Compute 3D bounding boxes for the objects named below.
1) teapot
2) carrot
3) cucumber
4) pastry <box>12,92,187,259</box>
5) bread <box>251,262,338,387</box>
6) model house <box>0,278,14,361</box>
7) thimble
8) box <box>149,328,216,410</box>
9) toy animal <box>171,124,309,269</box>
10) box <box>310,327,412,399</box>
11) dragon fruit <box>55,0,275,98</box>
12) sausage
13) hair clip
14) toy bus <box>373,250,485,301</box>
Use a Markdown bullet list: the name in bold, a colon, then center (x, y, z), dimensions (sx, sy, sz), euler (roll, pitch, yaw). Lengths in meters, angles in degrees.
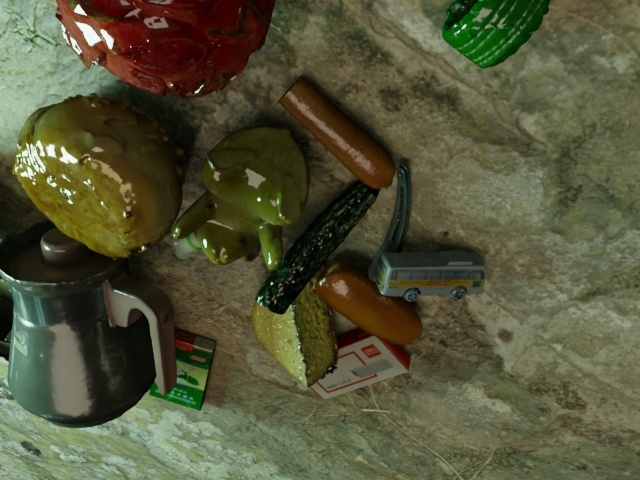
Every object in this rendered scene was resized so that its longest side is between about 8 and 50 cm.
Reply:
- **teapot**: center (-0.434, 0.156, 1.278), dimensions (0.375, 0.305, 0.362), euler (16, 126, 24)
- **carrot**: center (0.034, -0.161, 1.050), dimensions (0.225, 0.067, 0.067), euler (39, 127, -16)
- **cucumber**: center (0.000, 0.000, 1.130), dimensions (0.067, 0.067, 0.294), euler (38, 94, -17)
- **pastry**: center (-0.350, -0.115, 1.108), dimensions (0.315, 0.184, 0.285), euler (-15, 120, 49)
- **bread**: center (-0.055, 0.146, 1.282), dimensions (0.133, 0.129, 0.261), euler (6, 121, 35)
- **model house**: center (-0.730, 0.222, 1.494), dimensions (0.211, 0.205, 0.243), euler (18, 147, 0)
- **thimble**: center (0.222, -0.291, 0.865), dimensions (0.090, 0.118, 0.130), euler (32, 156, -17)
- **box**: center (-0.318, 0.295, 1.534), dimensions (0.132, 0.034, 0.235), euler (18, 130, 0)
- **toy animal**: center (-0.145, -0.028, 1.132), dimensions (0.181, 0.181, 0.363), euler (24, 132, -11)
- **box**: center (0.061, 0.253, 1.392), dimensions (0.229, 0.050, 0.123), euler (-26, 118, 30)
- **dragon fruit**: center (-0.190, -0.331, 0.829), dimensions (0.295, 0.296, 0.302), euler (21, 134, -3)
- **sausage**: center (0.095, 0.120, 1.239), dimensions (0.238, 0.098, 0.098), euler (36, 128, -25)
- **hair clip**: center (0.128, -0.034, 1.146), dimensions (0.039, 0.070, 0.230), euler (35, 133, 35)
- **toy bus**: center (0.190, 0.058, 1.156), dimensions (0.190, 0.064, 0.075), euler (-2, 120, -13)
